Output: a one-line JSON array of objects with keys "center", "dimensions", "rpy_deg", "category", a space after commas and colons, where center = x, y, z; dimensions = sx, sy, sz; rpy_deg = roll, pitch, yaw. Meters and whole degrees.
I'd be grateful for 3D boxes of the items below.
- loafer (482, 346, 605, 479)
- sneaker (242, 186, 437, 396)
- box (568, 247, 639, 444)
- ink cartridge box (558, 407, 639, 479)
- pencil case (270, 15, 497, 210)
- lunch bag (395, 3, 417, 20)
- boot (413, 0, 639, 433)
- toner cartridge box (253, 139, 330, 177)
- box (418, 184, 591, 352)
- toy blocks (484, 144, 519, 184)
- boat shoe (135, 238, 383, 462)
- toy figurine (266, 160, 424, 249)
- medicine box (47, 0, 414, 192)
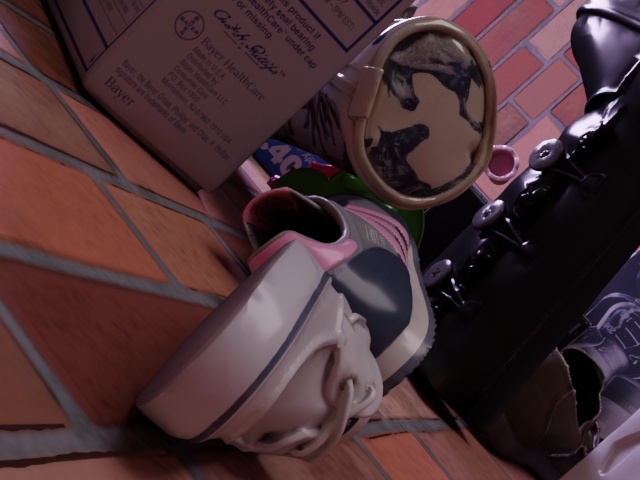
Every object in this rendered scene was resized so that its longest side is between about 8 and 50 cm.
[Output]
[{"center": [0.279, 0.198, 1.325], "dimensions": [0.366, 0.130, 0.134], "rpy_deg": [26, 38, -64], "category": "loafer"}, {"center": [0.000, 0.000, 0.841], "dimensions": [0.131, 0.112, 0.319], "rpy_deg": [49, 5, -16], "category": "sneaker"}, {"center": [0.481, 0.245, 1.661], "dimensions": [0.343, 0.312, 0.179], "rpy_deg": [52, 8, 35], "category": "box"}, {"center": [0.399, 0.312, 1.204], "dimensions": [0.283, 0.207, 0.117], "rpy_deg": [44, 6, -30], "category": "ink cartridge box"}, {"center": [-0.003, -0.155, 1.086], "dimensions": [0.183, 0.160, 0.410], "rpy_deg": [7, 13, -32], "category": "pencil case"}, {"center": [-0.006, -0.282, 1.692], "dimensions": [0.169, 0.235, 0.287], "rpy_deg": [33, 18, 11], "category": "lunch bag"}, {"center": [0.236, -0.047, 1.225], "dimensions": [0.146, 0.445, 0.367], "rpy_deg": [36, 7, -13], "category": "boot"}, {"center": [-0.069, -0.159, 1.471], "dimensions": [0.348, 0.075, 0.165], "rpy_deg": [50, 6, 15], "category": "toner cartridge box"}, {"center": [0.202, 0.030, 1.685], "dimensions": [0.296, 0.183, 0.294], "rpy_deg": [46, 5, -17], "category": "box"}, {"center": [0.157, -0.166, 2.038], "dimensions": [0.309, 0.288, 0.260], "rpy_deg": [53, 2, 10], "category": "toy blocks"}, {"center": [-0.009, 0.057, 0.527], "dimensions": [0.084, 0.095, 0.258], "rpy_deg": [44, 8, 2], "category": "boat shoe"}, {"center": [-0.003, -0.037, 1.190], "dimensions": [0.173, 0.130, 0.159], "rpy_deg": [17, 6, -26], "category": "toy figurine"}, {"center": [-0.070, -0.232, 0.945], "dimensions": [0.149, 0.289, 0.263], "rpy_deg": [43, 9, -37], "category": "medicine box"}]
